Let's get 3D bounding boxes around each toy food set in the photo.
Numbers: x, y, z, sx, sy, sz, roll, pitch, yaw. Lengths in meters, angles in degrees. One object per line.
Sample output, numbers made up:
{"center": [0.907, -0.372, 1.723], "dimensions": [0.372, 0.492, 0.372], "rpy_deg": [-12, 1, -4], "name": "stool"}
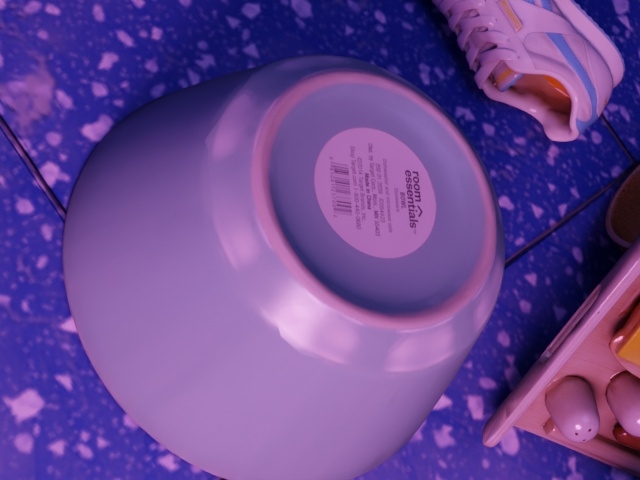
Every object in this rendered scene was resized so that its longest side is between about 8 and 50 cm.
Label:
{"center": [0.302, 0.121, 0.968], "dimensions": [0.306, 0.219, 0.092], "rpy_deg": [24, 26, -20], "name": "toy food set"}

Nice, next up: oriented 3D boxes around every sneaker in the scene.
{"center": [0.153, -0.180, 1.105], "dimensions": [0.229, 0.087, 0.092], "rpy_deg": [39, 57, -8], "name": "sneaker"}

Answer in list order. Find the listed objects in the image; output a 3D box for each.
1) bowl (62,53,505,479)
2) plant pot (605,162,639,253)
{"center": [0.000, 0.000, 0.891], "dimensions": [0.312, 0.163, 0.311], "rpy_deg": [11, 65, -25], "name": "bowl"}
{"center": [0.403, 0.030, 1.094], "dimensions": [0.254, 0.237, 0.237], "rpy_deg": [54, 52, -18], "name": "plant pot"}
